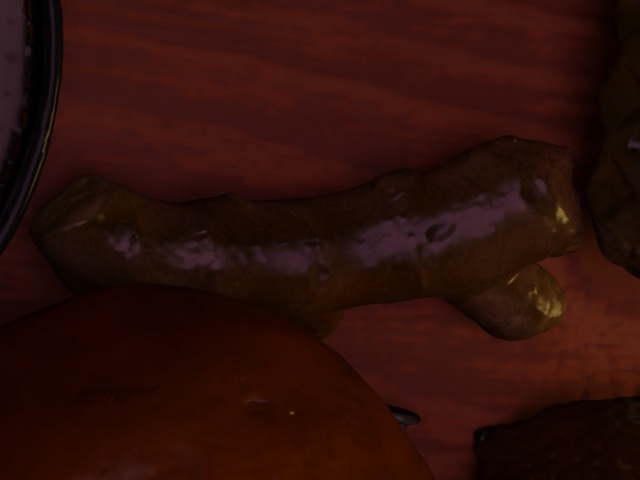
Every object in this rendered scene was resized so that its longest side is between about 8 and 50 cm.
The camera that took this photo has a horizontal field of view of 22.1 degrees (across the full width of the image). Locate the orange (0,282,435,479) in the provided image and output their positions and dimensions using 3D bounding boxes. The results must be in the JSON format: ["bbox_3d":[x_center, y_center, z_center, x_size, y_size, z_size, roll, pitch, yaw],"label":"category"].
[{"bbox_3d":[-0.080,0.163,0.752,0.284,0.226,0.284,-1,96,-11],"label":"orange"}]

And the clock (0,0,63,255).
[{"bbox_3d":[-0.305,-0.092,0.734,0.386,0.076,0.386,-2,97,-17],"label":"clock"}]

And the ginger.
[{"bbox_3d":[-0.001,-0.001,0.843,0.299,0.065,0.118,0,109,-17],"label":"ginger"}]

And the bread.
[{"bbox_3d":[0.202,-0.110,0.883,0.087,0.098,0.269,10,93,24],"label":"bread"}]

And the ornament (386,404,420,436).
[{"bbox_3d":[0.028,0.134,0.879,0.068,0.041,0.092,43,92,3],"label":"ornament"}]

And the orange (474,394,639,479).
[{"bbox_3d":[0.168,0.252,0.879,0.334,0.196,0.262,-45,120,-15],"label":"orange"}]
